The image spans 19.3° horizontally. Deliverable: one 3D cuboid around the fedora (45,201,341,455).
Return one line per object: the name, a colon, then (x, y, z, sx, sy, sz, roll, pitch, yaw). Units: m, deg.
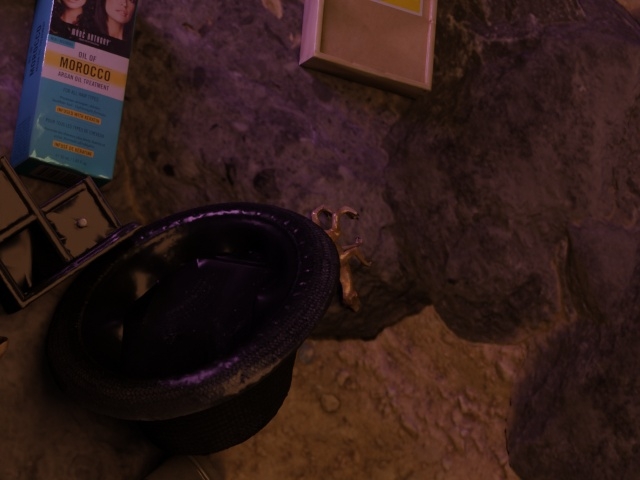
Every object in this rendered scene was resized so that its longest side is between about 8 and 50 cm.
fedora: (-0.119, 0.108, 1.963, 0.334, 0.334, 0.152, -41, 133, -32)

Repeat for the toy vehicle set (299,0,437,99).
toy vehicle set: (0.065, -0.318, 2.283, 0.166, 0.035, 0.267, 15, 69, -27)

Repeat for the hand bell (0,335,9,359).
hand bell: (-0.340, 0.228, 1.864, 0.126, 0.126, 0.242, -18, 98, -33)

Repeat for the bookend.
bookend: (-0.295, -0.031, 1.947, 0.157, 0.072, 0.156, -34, 96, -21)

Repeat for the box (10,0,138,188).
box: (-0.263, -0.182, 2.034, 0.100, 0.060, 0.244, 15, 69, -27)

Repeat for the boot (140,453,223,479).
boot: (-0.172, 0.325, 1.928, 0.208, 0.076, 0.189, -32, 76, -35)

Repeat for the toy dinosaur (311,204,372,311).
toy dinosaur: (0.000, 0.000, 2.146, 0.183, 0.053, 0.092, 43, 61, -14)
